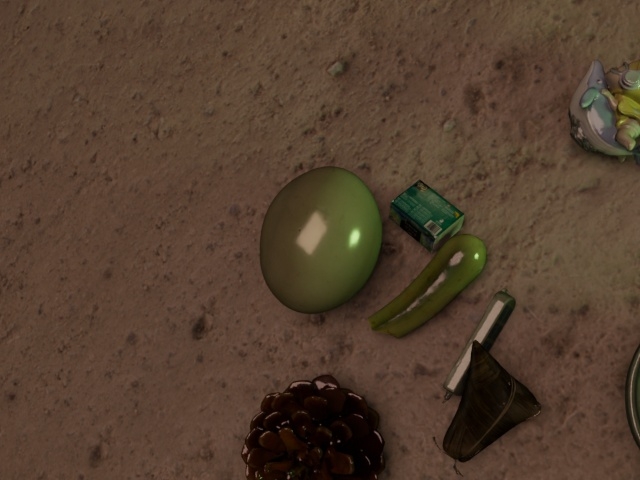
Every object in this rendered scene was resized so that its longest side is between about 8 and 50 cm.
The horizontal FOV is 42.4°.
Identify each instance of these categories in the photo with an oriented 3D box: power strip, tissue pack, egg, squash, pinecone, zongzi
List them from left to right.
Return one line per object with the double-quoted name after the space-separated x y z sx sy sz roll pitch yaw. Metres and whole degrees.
-0.013 0.368 1.401 0.264 0.264 0.264 -4 77 20 "pinecone"
0.000 0.000 1.485 0.219 0.219 0.269 26 89 23 "egg"
0.191 -0.038 1.504 0.085 0.079 0.111 -38 65 -25 "tissue pack"
0.196 0.086 1.473 0.250 0.083 0.083 -44 67 10 "squash"
0.241 0.272 1.366 0.187 0.184 0.084 -42 25 10 "zongzi"
0.271 0.185 1.419 0.029 0.080 0.226 30 91 24 "power strip"

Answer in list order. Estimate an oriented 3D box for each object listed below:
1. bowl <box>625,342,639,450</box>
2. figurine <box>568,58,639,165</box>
0.603 0.237 1.222 0.307 0.163 0.307 -1 81 9 "bowl"
0.511 -0.216 1.394 0.184 0.128 0.208 -30 78 10 "figurine"
